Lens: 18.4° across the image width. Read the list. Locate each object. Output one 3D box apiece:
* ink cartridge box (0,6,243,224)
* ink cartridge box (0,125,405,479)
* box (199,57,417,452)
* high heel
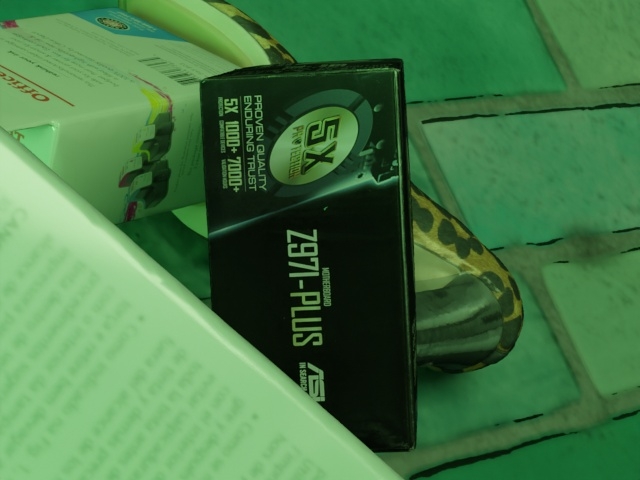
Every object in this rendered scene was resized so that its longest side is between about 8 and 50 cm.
[{"bbox_3d":[-0.123,-0.053,0.893,0.104,0.062,0.181,28,26,30],"label":"ink cartridge box"},{"bbox_3d":[-0.086,0.184,0.604,0.385,0.091,0.308,43,73,-17],"label":"ink cartridge box"},{"bbox_3d":[0.000,0.000,0.826,0.180,0.077,0.147,-64,151,-84],"label":"box"},{"bbox_3d":[0.001,-0.035,1.042,0.261,0.093,0.186,54,22,16],"label":"high heel"}]
